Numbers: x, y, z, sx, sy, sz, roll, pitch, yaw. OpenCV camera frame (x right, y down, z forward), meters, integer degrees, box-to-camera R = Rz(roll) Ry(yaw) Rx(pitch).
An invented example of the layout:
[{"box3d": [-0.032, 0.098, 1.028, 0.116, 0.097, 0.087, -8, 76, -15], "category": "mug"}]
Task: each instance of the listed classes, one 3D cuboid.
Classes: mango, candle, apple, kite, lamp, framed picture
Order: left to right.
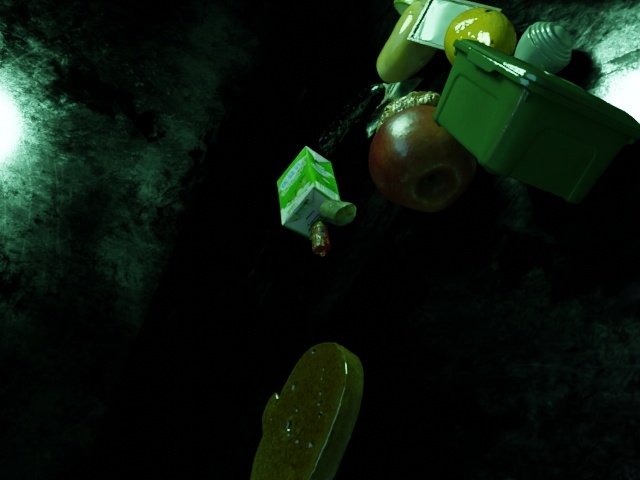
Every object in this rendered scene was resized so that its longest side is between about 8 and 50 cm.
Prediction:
[{"box3d": [0.000, 0.000, 1.892, 0.052, 0.052, 0.131, -48, 27, 29], "category": "candle"}, {"box3d": [0.189, -0.413, 2.004, 0.268, 0.013, 0.323, -64, 25, -4], "category": "kite"}, {"box3d": [0.211, -0.169, 1.457, 0.218, 0.218, 0.201, -48, 34, 28], "category": "apple"}, {"box3d": [0.327, -0.530, 1.725, 0.201, 0.010, 0.136, 27, 90, 33], "category": "framed picture"}, {"box3d": [0.363, -0.437, 1.574, 0.157, 0.109, 0.262, -40, 36, 22], "category": "mango"}, {"box3d": [0.415, -0.347, 1.388, 0.193, 0.106, 0.106, -49, 26, 45], "category": "lamp"}]

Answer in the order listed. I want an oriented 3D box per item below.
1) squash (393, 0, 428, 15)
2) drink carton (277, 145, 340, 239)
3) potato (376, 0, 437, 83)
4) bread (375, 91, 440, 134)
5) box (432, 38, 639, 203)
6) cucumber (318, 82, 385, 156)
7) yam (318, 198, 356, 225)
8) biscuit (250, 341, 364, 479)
[{"box3d": [0.313, -0.789, 2.057, 0.252, 0.093, 0.169, -60, 22, 4], "category": "squash"}, {"box3d": [-0.038, -0.135, 2.043, 0.161, 0.108, 0.271, -48, 26, 23], "category": "drink carton"}, {"box3d": [0.240, -0.521, 1.863, 0.146, 0.150, 0.234, 39, 110, 26], "category": "potato"}, {"box3d": [0.207, -0.319, 1.795, 0.233, 0.076, 0.105, -36, 37, 42], "category": "bread"}, {"box3d": [0.347, -0.207, 1.200, 0.178, 0.252, 0.329, -64, 21, 18], "category": "box"}, {"box3d": [0.094, -0.362, 2.048, 0.303, 0.072, 0.081, -43, 28, 41], "category": "cucumber"}, {"box3d": [0.047, -0.072, 1.860, 0.070, 0.069, 0.146, -63, 25, -2], "category": "yam"}, {"box3d": [-0.033, 0.409, 1.502, 0.394, 0.070, 0.350, -64, 22, -7], "category": "biscuit"}]
